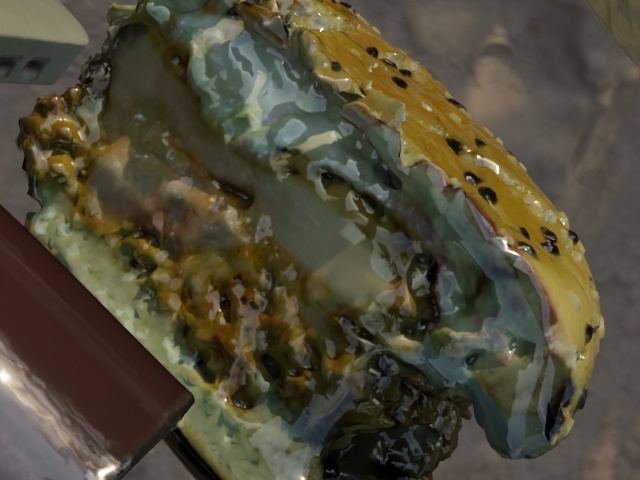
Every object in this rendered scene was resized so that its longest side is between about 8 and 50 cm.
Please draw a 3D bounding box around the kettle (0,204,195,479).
[{"bbox_3d":[-0.184,0.031,0.369,0.232,0.144,0.202,46,65,1],"label":"kettle"}]

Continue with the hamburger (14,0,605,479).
[{"bbox_3d":[0.000,0.000,0.563,0.167,0.288,0.192,-49,163,18],"label":"hamburger"}]

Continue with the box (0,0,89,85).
[{"bbox_3d":[-0.420,-0.296,1.205,0.090,0.367,0.373,-44,176,12],"label":"box"}]

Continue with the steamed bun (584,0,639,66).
[{"bbox_3d":[0.328,-0.200,0.837,0.206,0.320,0.275,59,43,-22],"label":"steamed bun"}]
